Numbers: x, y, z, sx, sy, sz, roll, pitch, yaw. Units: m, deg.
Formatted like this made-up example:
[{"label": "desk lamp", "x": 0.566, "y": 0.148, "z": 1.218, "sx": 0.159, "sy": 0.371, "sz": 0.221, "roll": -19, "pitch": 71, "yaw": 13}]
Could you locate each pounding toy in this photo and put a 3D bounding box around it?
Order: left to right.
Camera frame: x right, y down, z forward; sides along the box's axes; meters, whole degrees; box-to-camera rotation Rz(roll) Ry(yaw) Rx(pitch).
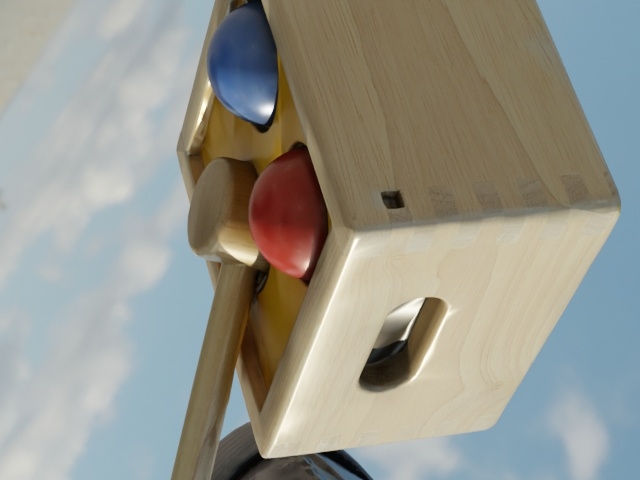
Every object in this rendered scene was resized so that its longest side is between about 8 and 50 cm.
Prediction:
[{"label": "pounding toy", "x": 0.000, "y": 0.000, "z": 0.505, "sx": 0.141, "sy": 0.100, "sz": 0.130, "roll": 111, "pitch": -32, "yaw": -52}]

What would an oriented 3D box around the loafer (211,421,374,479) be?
[{"label": "loafer", "x": 0.060, "y": 0.184, "z": 0.769, "sx": 0.109, "sy": 0.302, "sz": 0.095, "roll": -54, "pitch": -144, "yaw": -10}]
